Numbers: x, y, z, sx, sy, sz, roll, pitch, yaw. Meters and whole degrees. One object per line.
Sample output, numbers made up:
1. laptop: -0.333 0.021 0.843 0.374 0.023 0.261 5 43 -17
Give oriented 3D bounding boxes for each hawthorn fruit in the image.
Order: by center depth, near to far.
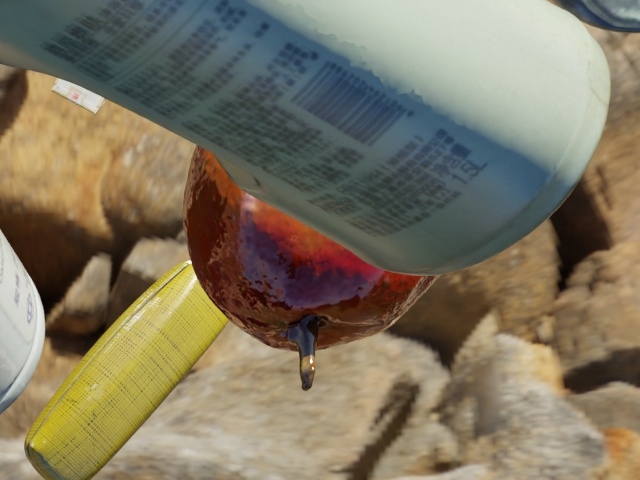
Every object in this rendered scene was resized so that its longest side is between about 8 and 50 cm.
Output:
1. hawthorn fruit: 0.000 0.000 1.253 0.196 0.196 0.225 13 54 -7

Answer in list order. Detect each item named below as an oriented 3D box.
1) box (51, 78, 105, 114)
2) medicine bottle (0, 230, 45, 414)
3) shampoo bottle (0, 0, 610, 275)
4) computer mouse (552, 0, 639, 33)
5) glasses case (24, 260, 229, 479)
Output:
1. box: -0.197 -0.157 1.652 0.046 0.012 0.083 28 89 3
2. medicine bottle: -0.343 0.011 1.427 0.190 0.332 0.190 -4 62 7
3. shampoo bottle: -0.037 -0.074 0.533 0.234 0.118 0.087 28 64 -30
4. computer mouse: 0.319 -0.233 1.427 0.379 0.090 0.167 3 95 -12
5. glasses case: -0.167 0.115 1.639 0.234 0.064 0.079 -49 123 -19
